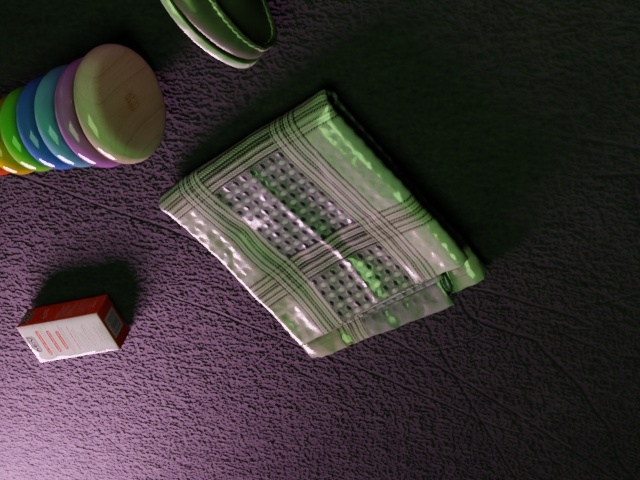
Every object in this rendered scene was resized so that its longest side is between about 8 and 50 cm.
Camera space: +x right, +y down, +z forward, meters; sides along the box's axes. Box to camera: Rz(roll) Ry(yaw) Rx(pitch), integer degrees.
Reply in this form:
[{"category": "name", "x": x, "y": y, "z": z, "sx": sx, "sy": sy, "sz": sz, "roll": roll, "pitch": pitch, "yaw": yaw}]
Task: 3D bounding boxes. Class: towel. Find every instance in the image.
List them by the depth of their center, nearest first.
[{"category": "towel", "x": 0.000, "y": 0.000, "z": 1.746, "sx": 0.312, "sy": 0.056, "sz": 0.324, "roll": -29, "pitch": 116, "yaw": 36}]

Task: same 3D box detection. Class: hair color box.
[{"category": "hair color box", "x": -0.345, "y": 0.123, "z": 1.983, "sx": 0.141, "sy": 0.043, "sz": 0.072, "roll": -11, "pitch": 124, "yaw": 26}]

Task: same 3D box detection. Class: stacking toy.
[{"category": "stacking toy", "x": -0.351, "y": -0.131, "z": 1.717, "sx": 0.330, "sy": 0.141, "sz": 0.141, "roll": -12, "pitch": 124, "yaw": 33}]

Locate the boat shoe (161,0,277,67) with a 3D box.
[{"category": "boat shoe", "x": -0.133, "y": -0.317, "z": 1.490, "sx": 0.091, "sy": 0.109, "sz": 0.305, "roll": -18, "pitch": 117, "yaw": 37}]
